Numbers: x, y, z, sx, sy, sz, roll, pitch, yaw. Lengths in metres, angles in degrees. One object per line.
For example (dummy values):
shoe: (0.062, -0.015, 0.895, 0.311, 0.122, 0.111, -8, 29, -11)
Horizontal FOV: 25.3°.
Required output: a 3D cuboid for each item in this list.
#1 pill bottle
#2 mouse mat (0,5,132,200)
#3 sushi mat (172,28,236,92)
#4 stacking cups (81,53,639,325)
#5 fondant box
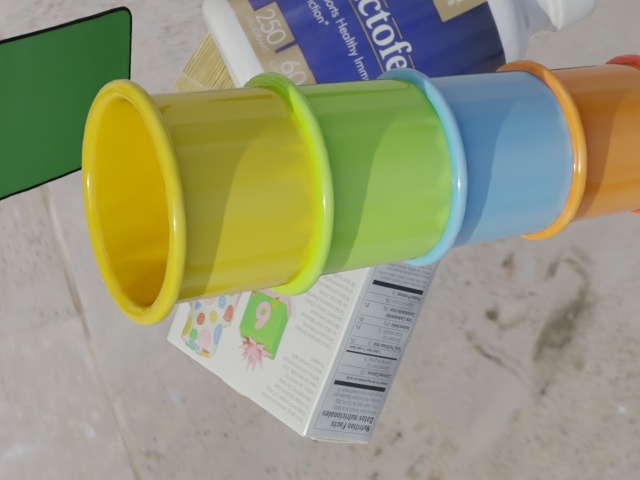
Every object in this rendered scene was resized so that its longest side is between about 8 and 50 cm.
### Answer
pill bottle: (0.059, -0.166, 1.056, 0.264, 0.153, 0.153, -27, 103, -2)
mouse mat: (-0.238, -0.126, 1.309, 0.189, 0.007, 0.153, -27, 131, -49)
sushi mat: (-0.048, -0.268, 1.548, 0.019, 0.151, 0.316, 24, 103, -38)
stacking cups: (0.059, -0.033, 0.618, 0.316, 0.096, 0.096, -8, 100, -31)
fondant box: (0.000, 0.000, 1.410, 0.096, 0.238, 0.330, 15, 99, -44)
